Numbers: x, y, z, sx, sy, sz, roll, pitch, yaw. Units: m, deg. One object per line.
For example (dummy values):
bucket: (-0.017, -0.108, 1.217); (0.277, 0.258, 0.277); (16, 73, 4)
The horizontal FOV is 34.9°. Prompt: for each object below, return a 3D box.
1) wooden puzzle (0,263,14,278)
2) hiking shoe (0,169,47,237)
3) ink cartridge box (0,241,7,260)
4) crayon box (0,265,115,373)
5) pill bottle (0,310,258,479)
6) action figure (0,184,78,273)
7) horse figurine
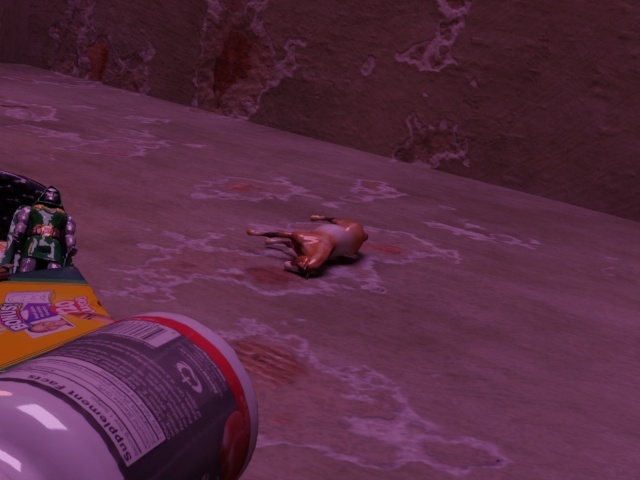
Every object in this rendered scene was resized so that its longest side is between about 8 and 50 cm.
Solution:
wooden puzzle: (-0.383, 0.038, 1.145); (0.083, 0.006, 0.049); (-13, 20, -37)
hiking shoe: (-0.564, -0.080, 1.658); (0.304, 0.113, 0.132); (9, 14, 1)
ink cartridge box: (-0.408, 0.043, 1.364); (0.181, 0.061, 0.104); (1, 16, -31)
crayon box: (-0.306, 0.113, 1.058); (0.165, 0.081, 0.278); (-7, 19, -24)
pill bottle: (-0.185, 0.171, 0.742); (0.176, 0.176, 0.318); (13, 15, 19)
action figure: (-0.355, 0.017, 1.296); (0.137, 0.063, 0.232); (14, 42, -22)
horse figurine: (0.000, 0.000, 1.792); (0.174, 0.066, 0.263); (13, 15, 40)
